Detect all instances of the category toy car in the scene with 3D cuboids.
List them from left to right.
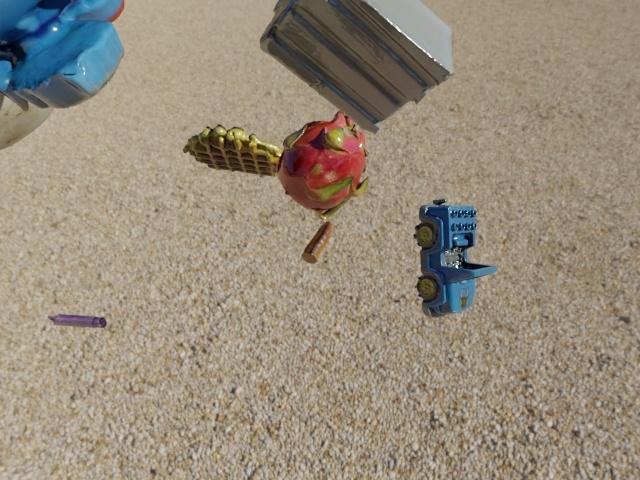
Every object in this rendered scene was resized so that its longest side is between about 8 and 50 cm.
[{"bbox_3d":[0.215,0.027,0.730,0.100,0.191,0.097,0,3,45],"label":"toy car"}]

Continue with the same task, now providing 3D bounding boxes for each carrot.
[{"bbox_3d":[0.000,0.000,1.245,0.048,0.048,0.139,16,52,24],"label":"carrot"}]

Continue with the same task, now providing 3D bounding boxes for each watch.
[{"bbox_3d":[-0.343,-0.273,0.436,0.241,0.274,0.305,-41,68,-12],"label":"watch"}]

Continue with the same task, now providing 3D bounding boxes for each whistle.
[{"bbox_3d":[-0.645,0.213,1.220,0.176,0.033,0.033,1,35,17],"label":"whistle"}]

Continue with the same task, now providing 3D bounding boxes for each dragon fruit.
[{"bbox_3d":[0.011,-0.180,1.100,0.227,0.224,0.224,-31,33,15],"label":"dragon fruit"}]

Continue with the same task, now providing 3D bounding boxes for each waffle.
[{"bbox_3d":[-0.238,-0.248,1.345,0.300,0.058,0.281,14,-13,-25],"label":"waffle"}]

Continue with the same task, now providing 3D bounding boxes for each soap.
[{"bbox_3d":[0.102,-0.549,1.259,0.435,0.350,0.213,30,61,-24],"label":"soap"}]

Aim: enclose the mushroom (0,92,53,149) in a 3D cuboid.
[{"bbox_3d":[-0.588,-0.274,0.767,0.243,0.244,0.243,-2,35,1],"label":"mushroom"}]
